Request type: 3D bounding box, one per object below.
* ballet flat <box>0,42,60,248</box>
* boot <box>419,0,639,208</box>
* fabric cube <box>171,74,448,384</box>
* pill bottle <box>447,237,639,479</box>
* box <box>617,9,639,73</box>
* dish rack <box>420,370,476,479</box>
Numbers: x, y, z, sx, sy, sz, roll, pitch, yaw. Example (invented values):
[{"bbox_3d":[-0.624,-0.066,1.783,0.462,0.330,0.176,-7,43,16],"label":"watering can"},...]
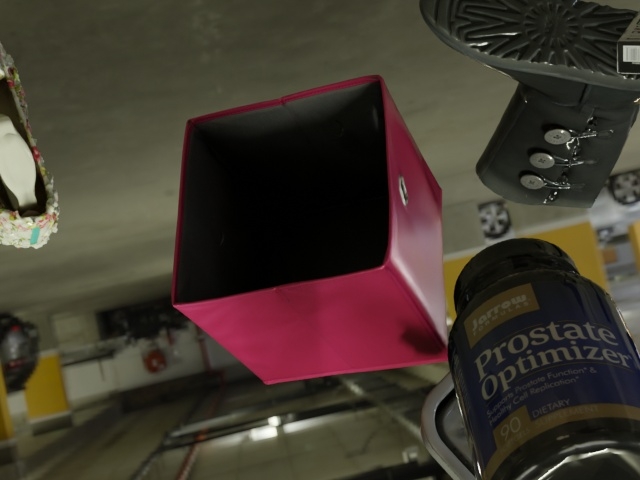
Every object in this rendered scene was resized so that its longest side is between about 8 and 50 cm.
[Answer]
[{"bbox_3d":[-0.283,-0.109,0.894,0.091,0.241,0.077,-27,-176,-27],"label":"ballet flat"},{"bbox_3d":[0.309,-0.218,1.628,0.366,0.146,0.445,21,162,7],"label":"boot"},{"bbox_3d":[0.000,0.000,1.244,0.259,0.254,0.258,-11,148,19],"label":"fabric cube"},{"bbox_3d":[0.148,0.096,0.670,0.122,0.123,0.219,-13,-147,5],"label":"pill bottle"},{"bbox_3d":[0.415,-0.200,1.046,0.206,0.036,0.114,7,-149,27],"label":"box"},{"bbox_3d":[0.287,0.250,1.209,0.285,0.333,0.072,-39,172,-32],"label":"dish rack"}]
